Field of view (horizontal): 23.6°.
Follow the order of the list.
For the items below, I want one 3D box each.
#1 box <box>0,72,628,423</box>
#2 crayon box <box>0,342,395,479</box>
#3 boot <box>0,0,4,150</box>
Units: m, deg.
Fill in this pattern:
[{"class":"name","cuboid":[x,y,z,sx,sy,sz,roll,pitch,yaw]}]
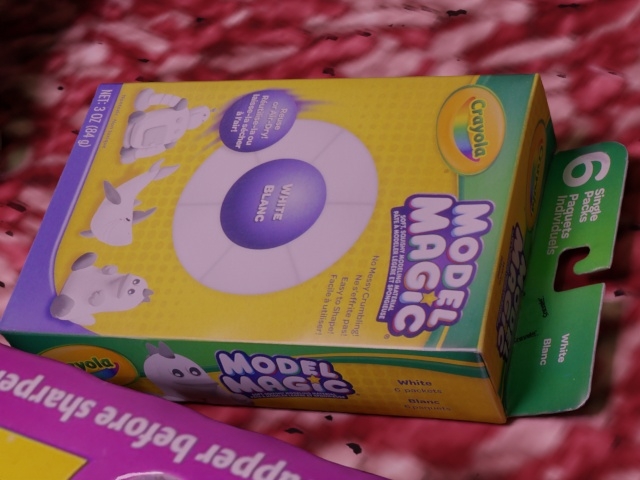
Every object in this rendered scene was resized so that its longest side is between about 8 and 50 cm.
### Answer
[{"class":"box","cuboid":[0.000,0.000,0.472,0.179,0.043,0.105,2,54,20]},{"class":"crayon box","cuboid":[-0.079,0.189,0.311,0.362,0.106,0.313,15,61,31]},{"class":"boot","cuboid":[-0.094,-0.138,0.566,0.165,0.077,0.213,-11,78,2]}]
